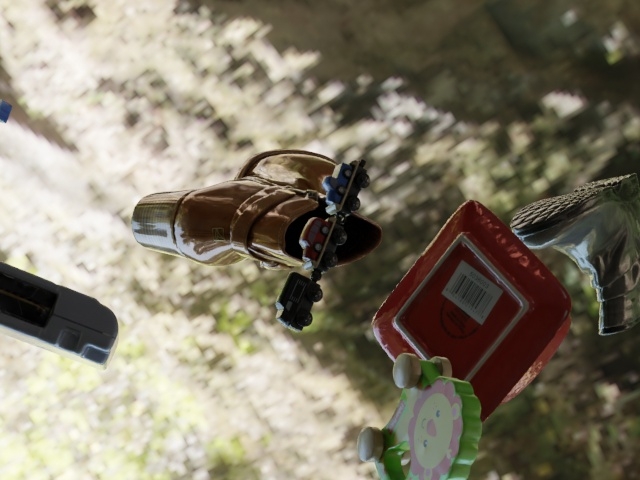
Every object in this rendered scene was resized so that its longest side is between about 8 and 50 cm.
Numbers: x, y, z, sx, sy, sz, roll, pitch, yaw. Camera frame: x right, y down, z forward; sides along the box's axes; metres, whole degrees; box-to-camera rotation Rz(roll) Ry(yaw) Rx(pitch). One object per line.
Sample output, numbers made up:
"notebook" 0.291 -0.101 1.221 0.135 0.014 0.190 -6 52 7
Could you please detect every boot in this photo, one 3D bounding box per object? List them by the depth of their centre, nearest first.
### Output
"boot" -0.018 -0.030 1.844 0.283 0.220 0.109 -5 -82 -45
"boot" 0.290 0.025 1.942 0.246 0.083 0.161 -18 -85 -56

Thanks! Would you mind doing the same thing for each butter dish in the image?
"butter dish" 0.153 0.074 1.640 0.118 0.160 0.160 19 -157 -48

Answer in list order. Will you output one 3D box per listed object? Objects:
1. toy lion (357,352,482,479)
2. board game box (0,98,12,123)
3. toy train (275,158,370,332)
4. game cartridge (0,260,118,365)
"toy lion" 0.068 0.125 1.187 0.034 0.100 0.096 10 -149 -27
"board game box" -0.334 -0.133 1.651 0.090 0.090 0.020 32 -107 -57
"toy train" 0.000 0.000 1.546 0.036 0.027 0.158 27 -107 -13
"game cartridge" -0.311 0.036 1.596 0.294 0.196 0.060 21 -102 -4
